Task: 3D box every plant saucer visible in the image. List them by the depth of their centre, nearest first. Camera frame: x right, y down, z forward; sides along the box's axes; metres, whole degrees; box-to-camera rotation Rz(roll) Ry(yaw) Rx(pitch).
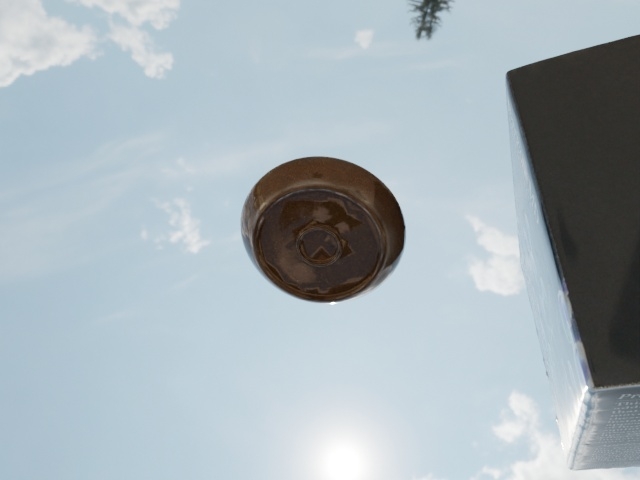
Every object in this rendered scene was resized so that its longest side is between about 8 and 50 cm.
[{"bbox_3d":[0.000,0.000,0.554,0.169,0.168,0.029,12,-151,1],"label":"plant saucer"}]

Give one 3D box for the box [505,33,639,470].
[{"bbox_3d":[0.326,0.044,0.552,0.212,0.395,0.293,-11,-122,16],"label":"box"}]
